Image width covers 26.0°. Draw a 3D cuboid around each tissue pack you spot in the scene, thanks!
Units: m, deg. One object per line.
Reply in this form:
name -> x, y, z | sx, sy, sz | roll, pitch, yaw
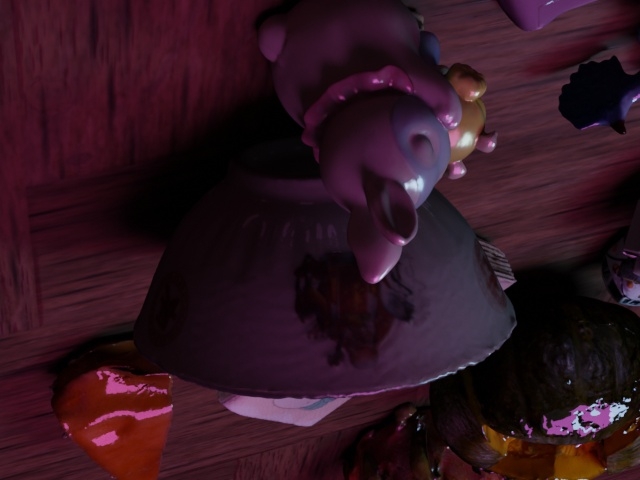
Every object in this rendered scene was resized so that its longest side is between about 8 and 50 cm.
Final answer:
tissue pack -> 0.046, 0.097, 1.552 | 0.325, 0.071, 0.170 | -38, 147, 26

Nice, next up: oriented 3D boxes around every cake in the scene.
cake -> -0.220, 0.201, 1.526 | 0.135, 0.098, 0.287 | -16, 147, -13

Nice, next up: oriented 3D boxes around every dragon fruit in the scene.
dragon fruit -> 0.134, 0.322, 1.963 | 0.282, 0.147, 0.211 | -21, 162, 5

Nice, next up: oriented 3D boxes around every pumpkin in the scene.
pumpkin -> 0.286, 0.186, 1.719 | 0.320, 0.192, 0.320 | 1, 154, 1

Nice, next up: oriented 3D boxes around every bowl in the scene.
bowl -> 0.000, 0.000, 1.195 | 0.337, 0.337, 0.158 | -10, 109, -21

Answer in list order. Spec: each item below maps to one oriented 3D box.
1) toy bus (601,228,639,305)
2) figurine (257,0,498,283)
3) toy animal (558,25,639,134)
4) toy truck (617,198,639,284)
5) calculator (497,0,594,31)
toy bus -> 0.427, 0.036, 1.706 | 0.193, 0.087, 0.089 | 1, 150, -36
figurine -> 0.055, -0.079, 1.064 | 0.155, 0.236, 0.127 | 6, 141, -40
toy animal -> 0.343, -0.187, 1.260 | 0.255, 0.176, 0.239 | -56, 156, -9
toy truck -> 0.469, 0.025, 1.563 | 0.272, 0.157, 0.124 | 19, 89, -36
calculator -> 0.216, -0.268, 1.055 | 0.194, 0.043, 0.294 | -21, 151, -1
